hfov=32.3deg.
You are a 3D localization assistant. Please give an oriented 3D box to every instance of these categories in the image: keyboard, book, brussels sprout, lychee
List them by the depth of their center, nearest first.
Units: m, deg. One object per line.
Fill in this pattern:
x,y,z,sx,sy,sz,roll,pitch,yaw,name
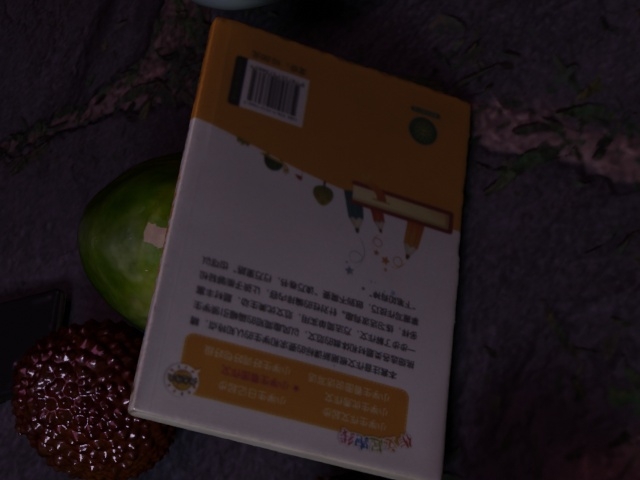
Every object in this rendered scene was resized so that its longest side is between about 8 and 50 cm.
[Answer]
0.000,0.000,0.744,0.020,0.207,0.296,135,148,-58,book
-0.086,0.010,0.806,0.180,0.161,0.144,-2,59,20,brussels sprout
-0.167,0.117,0.822,0.123,0.129,0.123,-51,24,33,lychee
-0.359,0.122,1.003,0.317,0.027,0.106,-13,56,26,keyboard

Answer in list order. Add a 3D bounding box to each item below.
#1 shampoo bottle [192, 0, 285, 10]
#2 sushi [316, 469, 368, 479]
0.026,-0.312,0.914,0.349,0.151,0.222,-5,60,29,shampoo bottle
0.028,0.251,0.659,0.097,0.103,0.226,-17,51,-13,sushi
